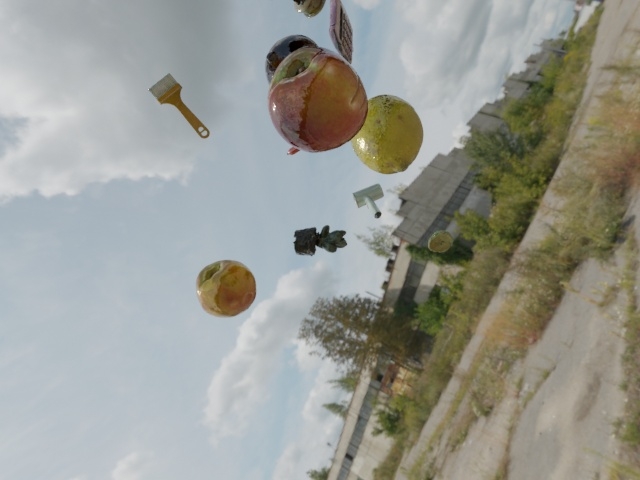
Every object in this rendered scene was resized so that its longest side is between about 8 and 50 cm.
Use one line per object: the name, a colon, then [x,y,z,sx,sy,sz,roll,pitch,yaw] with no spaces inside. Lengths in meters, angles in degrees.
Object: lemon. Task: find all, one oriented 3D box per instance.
lemon: [0.236,-0.372,1.484,0.258,0.257,0.310,90,166,-61]

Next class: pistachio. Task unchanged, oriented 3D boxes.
pistachio: [-0.040,-1.175,1.888,0.166,0.197,0.288,5,-66,-51]

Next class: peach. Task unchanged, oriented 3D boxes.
peach: [-0.440,0.241,2.021,0.289,0.288,0.308,-55,-47,-26]
peach: [-0.008,-0.353,1.118,0.245,0.248,0.274,-50,-47,-3]

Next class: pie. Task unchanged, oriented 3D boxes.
pie: [0.381,0.003,1.321,0.020,0.084,0.085,-92,10,-53]

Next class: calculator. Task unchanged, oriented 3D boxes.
calculator: [0.090,-0.865,1.736,0.294,0.043,0.195,15,-105,-70]

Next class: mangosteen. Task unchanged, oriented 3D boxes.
mangosteen: [-0.113,-0.621,1.498,0.261,0.235,0.236,-8,-58,-54]

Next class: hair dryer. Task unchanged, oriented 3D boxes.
hair dryer: [0.224,-0.163,1.775,0.236,0.131,0.073,-107,-6,-61]

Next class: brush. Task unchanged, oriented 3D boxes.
brush: [-0.503,-0.480,1.524,0.103,0.272,0.013,-41,2,-6]

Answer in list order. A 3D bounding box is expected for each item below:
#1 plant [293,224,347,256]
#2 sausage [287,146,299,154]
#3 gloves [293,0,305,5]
plant: [-0.001,0.000,2.122,0.146,0.274,0.149,39,-134,-76]
sausage: [-0.130,-0.517,2.341,0.050,0.145,0.048,33,-139,-44]
gloves: [-0.086,-0.861,1.317,0.312,0.210,0.135,-42,-39,-2]
